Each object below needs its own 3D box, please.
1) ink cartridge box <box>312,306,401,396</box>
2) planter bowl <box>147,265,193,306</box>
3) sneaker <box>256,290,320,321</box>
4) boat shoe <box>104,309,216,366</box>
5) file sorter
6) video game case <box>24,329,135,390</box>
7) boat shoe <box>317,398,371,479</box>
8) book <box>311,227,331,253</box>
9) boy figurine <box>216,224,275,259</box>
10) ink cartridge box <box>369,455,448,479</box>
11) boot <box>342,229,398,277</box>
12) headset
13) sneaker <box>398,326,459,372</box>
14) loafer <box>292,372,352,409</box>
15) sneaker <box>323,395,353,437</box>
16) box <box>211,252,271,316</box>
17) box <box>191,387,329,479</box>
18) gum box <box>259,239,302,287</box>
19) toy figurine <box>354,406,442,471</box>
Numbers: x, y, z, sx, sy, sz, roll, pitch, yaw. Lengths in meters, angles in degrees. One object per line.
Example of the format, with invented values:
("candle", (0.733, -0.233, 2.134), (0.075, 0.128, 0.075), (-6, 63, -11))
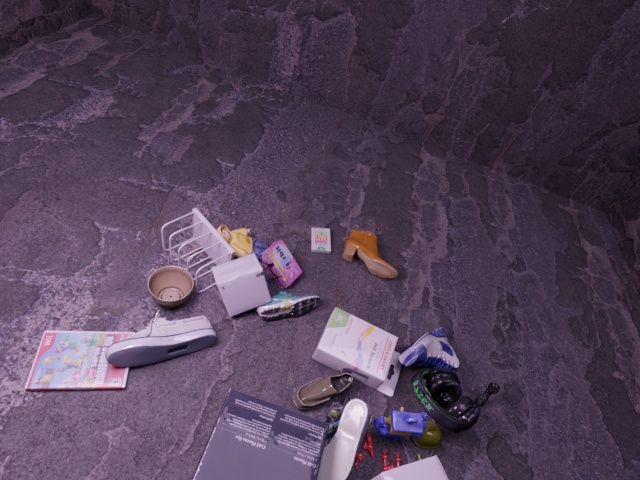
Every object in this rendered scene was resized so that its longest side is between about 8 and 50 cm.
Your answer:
("ink cartridge box", (0.171, 0.441, 1.612), (0.354, 0.119, 0.207), (26, 51, 3))
("planter bowl", (-0.579, 0.194, 1.571), (0.162, 0.109, 0.161), (11, 46, -12))
("sneaker", (-0.132, 0.252, 1.697), (0.276, 0.106, 0.109), (-4, 42, -23))
("boat shoe", (-0.564, 0.325, 1.437), (0.368, 0.135, 0.156), (-7, 47, -34))
("file sorter", (-0.510, 0.045, 1.679), (0.173, 0.192, 0.278), (-30, 65, -35))
("video game case", (-0.791, 0.399, 1.363), (0.286, 0.025, 0.203), (5, 48, -16))
("boat shoe", (0.081, 0.685, 1.339), (0.116, 0.099, 0.319), (18, 71, 33))
("book", (0.000, 0.000, 2.025), (0.097, 0.035, 0.144), (6, 49, -10))
("boy figurine", (-0.342, 0.005, 1.803), (0.286, 0.092, 0.177), (24, 42, -24))
("ink cartridge box", (0.237, 0.770, 1.234), (0.202, 0.278, 0.117), (-3, 51, -23))
("boot", (0.264, 0.053, 2.022), (0.296, 0.104, 0.211), (23, 46, 6))
("headset", (0.525, 0.590, 1.550), (0.395, 0.185, 0.243), (22, 24, -35))
("sneaker", (0.475, 0.475, 1.669), (0.316, 0.127, 0.182), (-5, 53, -49))
("loafer", (0.015, 0.539, 1.494), (0.252, 0.087, 0.094), (-13, 55, -30))
("sneaker", (0.051, 0.629, 1.454), (0.078, 0.066, 0.188), (28, 43, 36))
("box", (-0.309, 0.174, 1.598), (0.181, 0.181, 0.119), (-19, 37, -14))
("box", (-0.185, 0.678, 1.229), (0.344, 0.178, 0.312), (21, 44, -1))
("gum box", (-0.169, 0.107, 1.780), (0.107, 0.062, 0.188), (-46, 111, -41))
("toy figurine", (0.303, 0.671, 1.393), (0.363, 0.217, 0.191), (12, 46, -9))
